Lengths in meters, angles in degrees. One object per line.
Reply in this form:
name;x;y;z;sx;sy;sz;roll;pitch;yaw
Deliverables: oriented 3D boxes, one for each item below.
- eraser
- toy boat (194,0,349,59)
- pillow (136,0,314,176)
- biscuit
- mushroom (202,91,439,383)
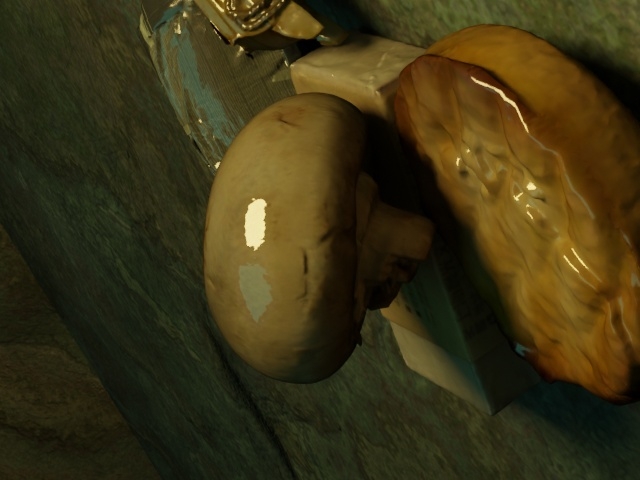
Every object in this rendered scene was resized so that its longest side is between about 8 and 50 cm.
eraser;0.090;-0.013;1.212;0.144;0.078;0.343;27;145;53
toy boat;-0.087;-0.277;1.183;0.310;0.115;0.089;54;-164;18
pillow;-0.062;-0.148;1.292;0.335;0.161;0.092;60;-161;-5
biscuit;0.166;-0.021;0.981;0.296;0.102;0.296;52;165;20
mushroom;0.000;0.000;1.066;0.178;0.226;0.226;8;139;15
